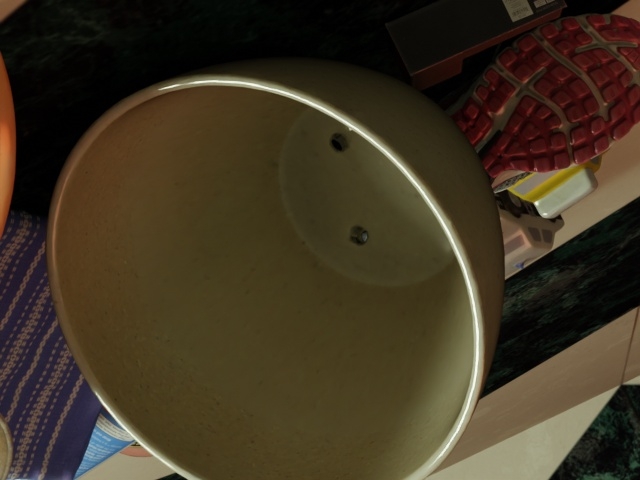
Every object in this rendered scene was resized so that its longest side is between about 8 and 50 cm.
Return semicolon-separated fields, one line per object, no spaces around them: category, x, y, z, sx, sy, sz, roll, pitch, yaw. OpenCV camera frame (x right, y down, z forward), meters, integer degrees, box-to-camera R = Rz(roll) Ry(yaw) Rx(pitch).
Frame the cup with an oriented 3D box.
cup;0.000;0.000;1.242;0.331;0.331;0.237;-37;-176;33

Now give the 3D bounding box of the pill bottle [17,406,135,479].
pill bottle;-0.248;0.166;1.610;0.221;0.124;0.124;-34;161;24

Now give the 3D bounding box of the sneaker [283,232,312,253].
sneaker;0.000;-0.005;1.468;0.067;0.078;0.188;-22;164;22

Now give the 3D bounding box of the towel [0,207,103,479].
towel;-0.250;0.093;1.353;0.243;0.040;0.336;-62;155;7

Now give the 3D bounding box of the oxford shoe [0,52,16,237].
oxford shoe;-0.299;-0.008;1.039;0.133;0.130;0.364;-2;152;-39

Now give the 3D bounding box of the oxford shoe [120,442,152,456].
oxford shoe;-0.069;0.123;1.746;0.348;0.123;0.130;-24;157;-9

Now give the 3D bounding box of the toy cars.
toy cars;0.213;-0.034;1.728;0.176;0.087;0.393;-21;162;-13

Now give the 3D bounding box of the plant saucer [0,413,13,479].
plant saucer;-0.366;0.162;1.145;0.311;0.050;0.310;-17;148;-11

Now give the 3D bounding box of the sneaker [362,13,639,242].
sneaker;0.147;-0.101;1.440;0.299;0.121;0.112;-29;-168;8

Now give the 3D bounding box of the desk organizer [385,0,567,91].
desk organizer;0.118;-0.163;1.293;0.130;0.047;0.050;-24;165;-4
